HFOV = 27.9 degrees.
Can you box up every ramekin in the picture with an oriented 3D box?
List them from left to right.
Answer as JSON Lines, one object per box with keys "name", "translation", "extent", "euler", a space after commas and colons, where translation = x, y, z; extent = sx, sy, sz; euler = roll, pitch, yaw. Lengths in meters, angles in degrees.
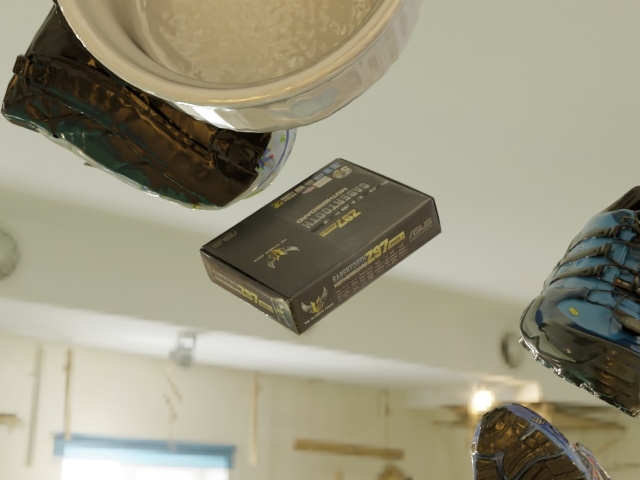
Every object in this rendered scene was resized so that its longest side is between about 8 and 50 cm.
{"name": "ramekin", "translation": [-0.050, -0.214, 0.961], "extent": [0.277, 0.277, 0.135], "euler": [-1, -12, 10]}

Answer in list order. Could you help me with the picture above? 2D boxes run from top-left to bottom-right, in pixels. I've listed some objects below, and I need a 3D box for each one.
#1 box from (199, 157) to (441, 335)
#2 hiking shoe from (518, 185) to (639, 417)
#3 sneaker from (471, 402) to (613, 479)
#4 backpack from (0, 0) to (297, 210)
{"name": "box", "translation": [0.000, 0.000, 1.543], "extent": [0.233, 0.059, 0.183], "euler": [-35, 38, -24]}
{"name": "hiking shoe", "translation": [0.236, 0.034, 1.045], "extent": [0.113, 0.132, 0.304], "euler": [28, 19, 0]}
{"name": "sneaker", "translation": [0.170, 0.182, 0.949], "extent": [0.083, 0.087, 0.221], "euler": [-26, -49, 16]}
{"name": "backpack", "translation": [-0.202, -0.195, 1.770], "extent": [0.355, 0.290, 0.273], "euler": [32, 10, 18]}
